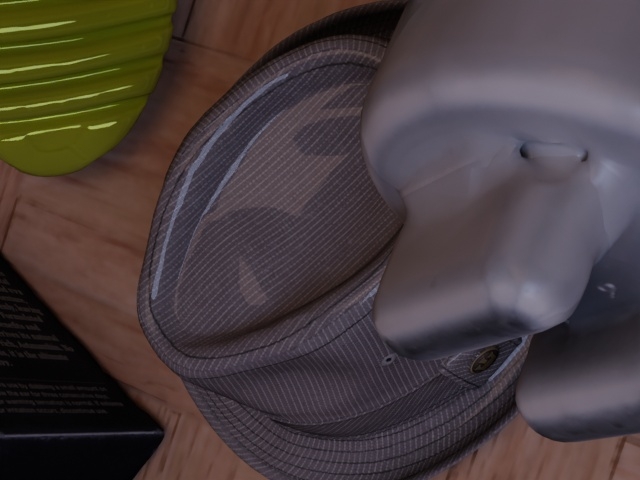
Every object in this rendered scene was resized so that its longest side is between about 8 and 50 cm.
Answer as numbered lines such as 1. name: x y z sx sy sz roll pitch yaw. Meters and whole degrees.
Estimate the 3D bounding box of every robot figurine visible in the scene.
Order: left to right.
1. robot figurine: 0.143 -0.097 0.637 0.200 0.300 0.353 -19 42 61

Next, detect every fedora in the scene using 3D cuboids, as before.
1. fedora: 0.000 0.000 0.777 0.275 0.124 0.244 -38 69 19

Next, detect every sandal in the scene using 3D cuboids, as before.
1. sandal: -0.151 -0.196 0.891 0.126 0.138 0.317 1 100 -16

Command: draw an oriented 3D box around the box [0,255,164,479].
1. box: -0.306 0.121 0.896 0.294 0.183 0.296 43 104 26
